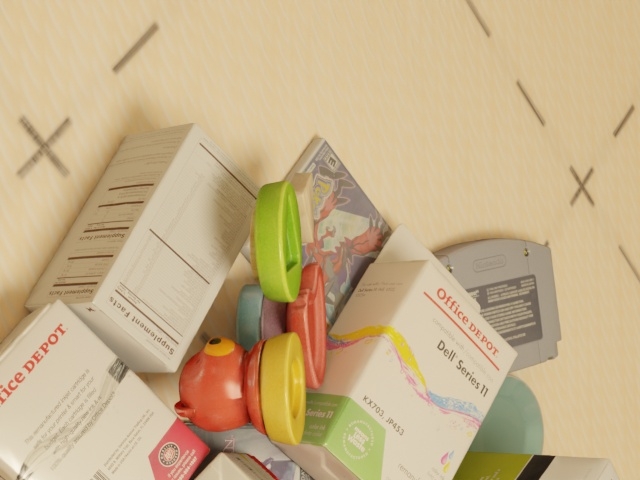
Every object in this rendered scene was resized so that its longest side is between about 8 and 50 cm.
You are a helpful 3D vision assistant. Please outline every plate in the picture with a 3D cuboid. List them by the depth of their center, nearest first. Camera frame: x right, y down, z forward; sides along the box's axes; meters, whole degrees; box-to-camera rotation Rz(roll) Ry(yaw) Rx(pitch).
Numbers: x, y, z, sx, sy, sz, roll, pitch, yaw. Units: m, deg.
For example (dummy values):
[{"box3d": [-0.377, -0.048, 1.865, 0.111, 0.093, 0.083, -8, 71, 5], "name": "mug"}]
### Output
[{"box3d": [0.260, 0.289, 2.014, 0.188, 0.024, 0.188, 3, 86, -44], "name": "plate"}]

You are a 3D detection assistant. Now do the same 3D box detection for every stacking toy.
[{"box3d": [-0.080, 0.067, 1.568, 0.309, 0.130, 0.280, -51, 137, -78], "name": "stacking toy"}]

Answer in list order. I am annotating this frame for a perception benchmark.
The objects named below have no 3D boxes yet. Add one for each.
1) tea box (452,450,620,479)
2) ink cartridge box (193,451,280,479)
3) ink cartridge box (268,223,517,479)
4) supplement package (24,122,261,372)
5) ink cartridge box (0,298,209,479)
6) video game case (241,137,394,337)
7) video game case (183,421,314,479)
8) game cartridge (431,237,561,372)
[{"box3d": [0.258, 0.465, 1.794, 0.220, 0.323, 0.329, -46, 116, -36], "name": "tea box"}, {"box3d": [-0.070, 0.308, 1.548, 0.134, 0.231, 0.078, 42, 87, 11], "name": "ink cartridge box"}, {"box3d": [0.114, 0.166, 1.768, 0.207, 0.119, 0.353, 45, 62, -27], "name": "ink cartridge box"}, {"box3d": [-0.190, 0.010, 1.535, 0.139, 0.133, 0.244, 46, 58, -31], "name": "supplement package"}, {"box3d": [-0.262, 0.206, 1.443, 0.237, 0.100, 0.172, 47, 56, -14], "name": "ink cartridge box"}, {"box3d": [0.000, 0.000, 1.793, 0.183, 0.023, 0.201, 52, 55, -28], "name": "video game case"}, {"box3d": [-0.078, 0.321, 1.694, 0.274, 0.026, 0.196, 7, 82, -44], "name": "video game case"}, {"box3d": [0.234, 0.098, 1.989, 0.297, 0.062, 0.198, -9, 89, -43], "name": "game cartridge"}]
